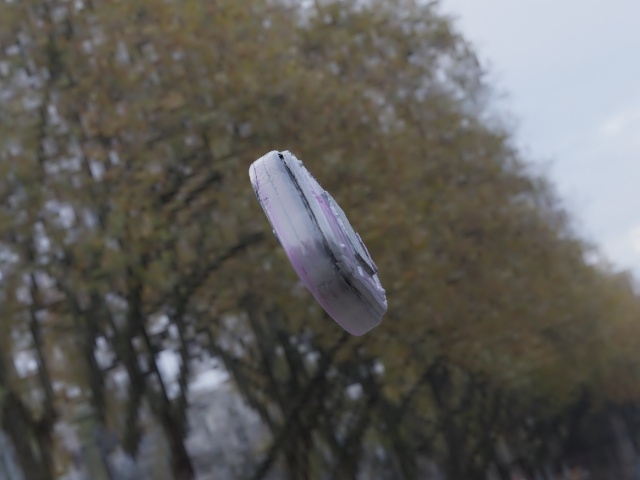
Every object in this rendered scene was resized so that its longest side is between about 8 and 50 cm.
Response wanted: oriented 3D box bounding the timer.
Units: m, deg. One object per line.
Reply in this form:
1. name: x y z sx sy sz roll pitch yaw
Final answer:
1. timer: 0.000 0.000 2.037 0.069 0.208 0.191 -33 -32 7
